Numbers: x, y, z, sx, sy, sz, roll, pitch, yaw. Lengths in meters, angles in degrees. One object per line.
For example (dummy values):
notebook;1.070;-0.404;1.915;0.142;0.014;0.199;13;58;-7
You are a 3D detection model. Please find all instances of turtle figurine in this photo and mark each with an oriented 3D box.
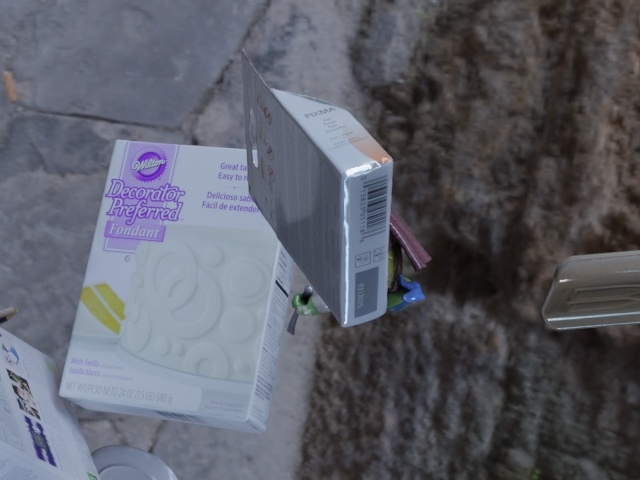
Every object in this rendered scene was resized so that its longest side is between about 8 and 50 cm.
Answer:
turtle figurine;0.000;0.000;1.675;0.198;0.274;0.266;-39;118;-15

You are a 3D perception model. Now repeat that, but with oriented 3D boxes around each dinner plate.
dinner plate;-0.260;0.336;1.634;0.017;0.141;0.141;-71;143;-54

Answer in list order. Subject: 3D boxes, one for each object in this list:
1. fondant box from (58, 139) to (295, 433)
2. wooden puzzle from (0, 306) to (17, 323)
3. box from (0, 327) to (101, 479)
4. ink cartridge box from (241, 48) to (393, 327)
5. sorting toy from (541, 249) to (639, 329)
fondant box;-0.160;0.052;1.455;0.096;0.238;0.330;59;39;-67
wooden puzzle;-0.423;0.109;1.495;0.116;0.078;0.014;-22;82;-51
box;-0.380;0.169;1.328;0.058;0.232;0.322;-37;140;5
ink cartridge box;-0.005;-0.044;0.893;0.045;0.179;0.145;-16;133;-17
sorting toy;0.374;0.035;1.164;0.229;0.307;0.041;64;21;-73
